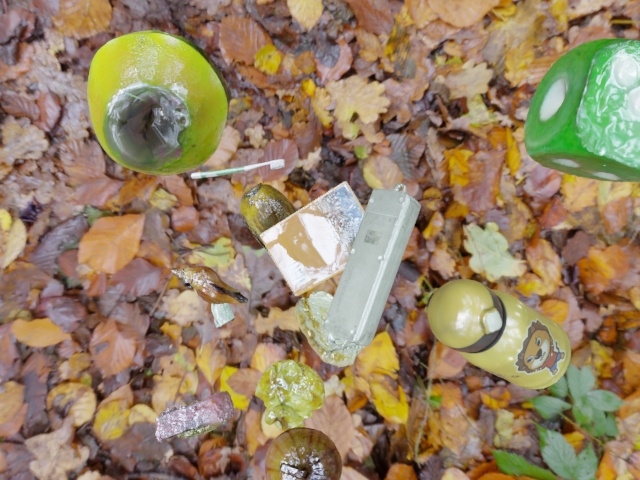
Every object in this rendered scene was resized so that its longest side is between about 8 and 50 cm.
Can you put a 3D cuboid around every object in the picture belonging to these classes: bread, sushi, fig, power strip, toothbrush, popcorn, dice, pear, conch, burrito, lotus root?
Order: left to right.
[{"bbox_3d":[-0.437,-0.333,1.267,0.398,0.165,0.399,-4,121,-7],"label":"pear"},{"bbox_3d":[-0.362,0.526,1.441,0.161,0.241,0.108,-28,71,22],"label":"sushi"},{"bbox_3d":[-0.310,0.127,1.357,0.232,0.080,0.086,32,54,-8],"label":"conch"},{"bbox_3d":[-0.368,0.258,1.770,0.074,0.044,0.118,-19,75,-27],"label":"burrito"},{"bbox_3d":[-0.222,-0.189,1.286,0.257,0.018,0.024,-7,70,4],"label":"toothbrush"},{"bbox_3d":[-0.164,-0.056,1.876,0.195,0.179,0.397,-19,126,27],"label":"lotus root"},{"bbox_3d":[-0.121,0.588,1.827,0.276,0.225,0.277,-6,68,14],"label":"popcorn"},{"bbox_3d":[-0.052,0.686,1.442,0.235,0.214,0.235,4,81,-29],"label":"fig"},{"bbox_3d":[0.017,0.221,1.201,0.128,0.232,0.088,-10,124,-20],"label":"bread"},{"bbox_3d":[0.081,0.042,0.754,0.052,0.078,0.272,26,82,-46],"label":"power strip"},{"bbox_3d":[0.744,-0.326,1.266,0.300,0.287,0.297,16,90,-7],"label":"dice"}]

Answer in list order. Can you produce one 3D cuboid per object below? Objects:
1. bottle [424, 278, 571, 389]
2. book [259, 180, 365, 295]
[{"bbox_3d":[0.362,0.192,0.999,0.351,0.171,0.172,27,81,-34],"label":"bottle"},{"bbox_3d":[0.000,0.000,1.676,0.373,0.028,0.263,-30,89,16],"label":"book"}]
